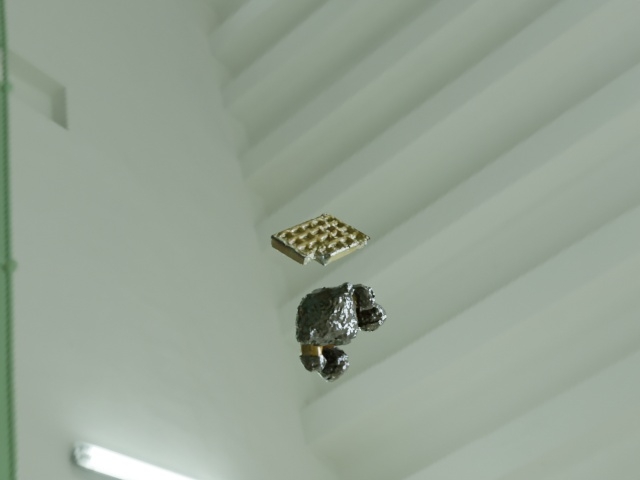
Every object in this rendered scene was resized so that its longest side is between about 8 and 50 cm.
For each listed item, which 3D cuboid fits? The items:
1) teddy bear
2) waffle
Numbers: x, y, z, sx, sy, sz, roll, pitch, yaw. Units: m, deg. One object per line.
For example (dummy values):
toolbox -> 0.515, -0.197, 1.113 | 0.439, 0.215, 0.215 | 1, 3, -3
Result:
teddy bear -> 0.016, 0.136, 1.597 | 0.140, 0.190, 0.177 | 38, -100, 14
waffle -> 0.000, 0.000, 1.392 | 0.092, 0.135, 0.021 | 32, -54, 28
